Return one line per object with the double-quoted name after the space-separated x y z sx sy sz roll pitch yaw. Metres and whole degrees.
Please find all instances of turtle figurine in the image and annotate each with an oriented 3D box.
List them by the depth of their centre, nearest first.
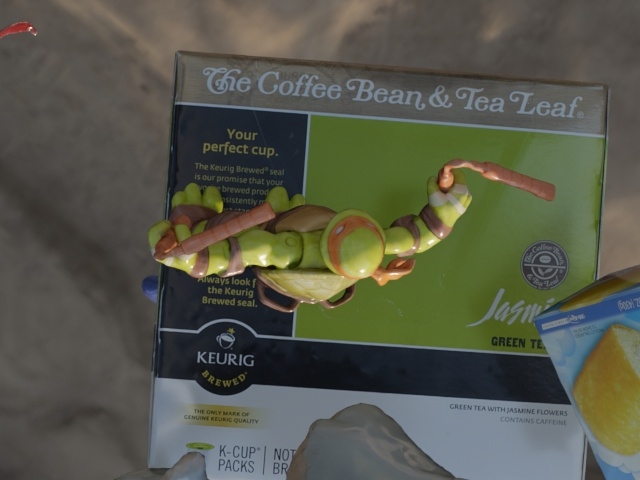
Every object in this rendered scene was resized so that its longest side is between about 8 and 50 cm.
0.000 0.000 1.040 0.217 0.269 0.087 8 108 65 "turtle figurine"

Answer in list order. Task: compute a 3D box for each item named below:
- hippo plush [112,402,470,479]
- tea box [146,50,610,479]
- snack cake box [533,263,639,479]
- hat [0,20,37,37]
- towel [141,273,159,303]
-0.009 0.211 0.804 0.236 0.234 0.294 1 -177 -34 "hippo plush"
0.037 0.027 1.275 0.329 0.323 0.220 5 -179 -4 "tea box"
0.271 0.075 0.978 0.264 0.089 0.152 -23 92 54 "snack cake box"
-0.333 -0.212 1.543 0.208 0.183 0.173 32 144 48 "hat"
0.000 0.104 1.620 0.336 0.040 0.243 9 163 45 "towel"
